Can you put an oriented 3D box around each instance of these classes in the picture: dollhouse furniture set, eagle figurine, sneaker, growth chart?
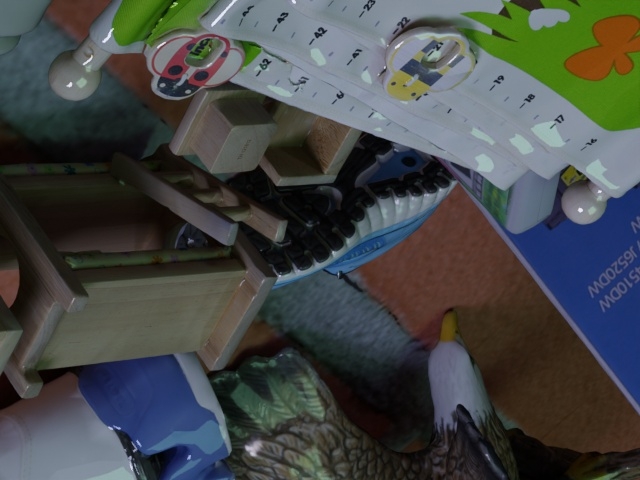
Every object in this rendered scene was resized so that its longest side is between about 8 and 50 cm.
[{"bbox_3d":[-0.099,-0.030,0.761,0.182,0.101,0.161,-4,135,-45],"label":"dollhouse furniture set"},{"bbox_3d":[0.075,0.152,1.126,0.226,0.225,0.298,-42,162,26],"label":"eagle figurine"},{"bbox_3d":[-0.152,0.180,0.984,0.182,0.127,0.315,-20,138,-23],"label":"sneaker"},{"bbox_3d":[0.058,-0.076,0.581,0.237,0.021,0.172,14,134,-34],"label":"growth chart"},{"bbox_3d":[0.000,0.000,0.950,0.162,0.063,0.073,-21,149,-28],"label":"sneaker"}]

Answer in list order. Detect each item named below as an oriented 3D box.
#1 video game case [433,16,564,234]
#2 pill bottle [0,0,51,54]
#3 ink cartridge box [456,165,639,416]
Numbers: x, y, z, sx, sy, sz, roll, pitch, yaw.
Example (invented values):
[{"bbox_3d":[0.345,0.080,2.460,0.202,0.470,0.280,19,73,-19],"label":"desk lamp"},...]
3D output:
[{"bbox_3d":[0.027,-0.131,0.668,0.023,0.193,0.212,-29,149,-22],"label":"video game case"},{"bbox_3d":[-0.219,0.000,0.575,0.334,0.188,0.188,-52,148,15],"label":"pill bottle"},{"bbox_3d":[0.223,0.022,0.884,0.151,0.395,0.270,-42,151,17],"label":"ink cartridge box"}]
